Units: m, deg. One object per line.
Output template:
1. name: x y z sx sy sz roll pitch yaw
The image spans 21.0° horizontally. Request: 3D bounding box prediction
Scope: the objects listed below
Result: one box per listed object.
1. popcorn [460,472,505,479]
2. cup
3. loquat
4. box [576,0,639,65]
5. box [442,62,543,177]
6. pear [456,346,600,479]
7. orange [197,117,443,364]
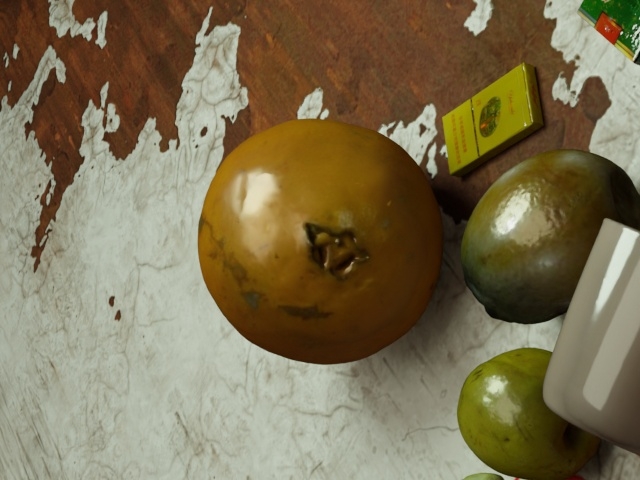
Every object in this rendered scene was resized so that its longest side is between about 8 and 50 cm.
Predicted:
1. popcorn: 0.150 0.378 1.910 0.266 0.192 0.233 -60 8 28
2. cup: 0.332 0.103 1.745 0.253 0.191 0.200 -91 24 -85
3. loquat: 0.253 -0.002 1.900 0.227 0.179 0.179 -34 52 40
4. box: 0.387 -0.324 1.937 0.235 0.034 0.132 -61 38 22
5. box: 0.212 -0.148 2.136 0.155 0.023 0.087 -33 51 45
6. pear: 0.227 0.188 1.887 0.162 0.149 0.148 28 102 47
7. orange: 0.000 0.000 2.141 0.312 0.312 0.312 -23 60 49
